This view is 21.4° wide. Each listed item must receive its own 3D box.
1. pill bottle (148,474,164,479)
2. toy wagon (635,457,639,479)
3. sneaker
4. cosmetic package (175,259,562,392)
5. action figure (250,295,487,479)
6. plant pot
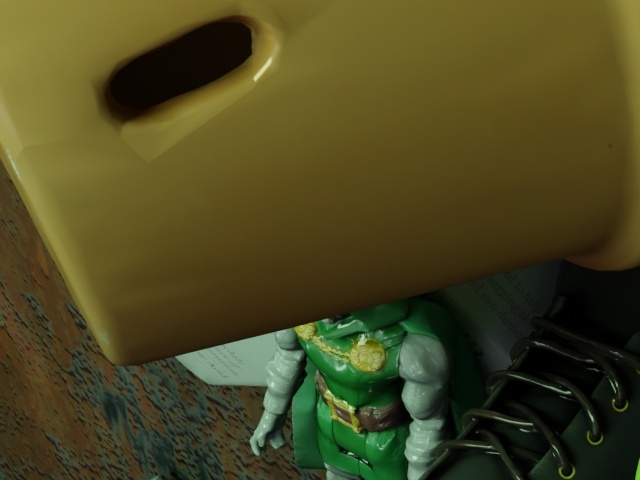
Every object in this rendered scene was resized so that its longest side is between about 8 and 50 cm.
[{"bbox_3d":[-0.080,0.260,1.056,0.208,0.119,0.119,54,147,1],"label":"pill bottle"},{"bbox_3d":[0.191,0.061,0.323,0.267,0.344,0.068,12,126,47],"label":"toy wagon"},{"bbox_3d":[0.093,0.055,0.593,0.083,0.118,0.222,22,107,47],"label":"sneaker"},{"bbox_3d":[0.000,0.000,0.726,0.117,0.085,0.231,47,153,-24],"label":"cosmetic package"},{"bbox_3d":[0.021,0.071,0.669,0.137,0.063,0.232,23,148,26],"label":"action figure"},{"bbox_3d":[-0.015,-0.097,0.486,0.291,0.203,0.291,61,171,16],"label":"plant pot"}]
